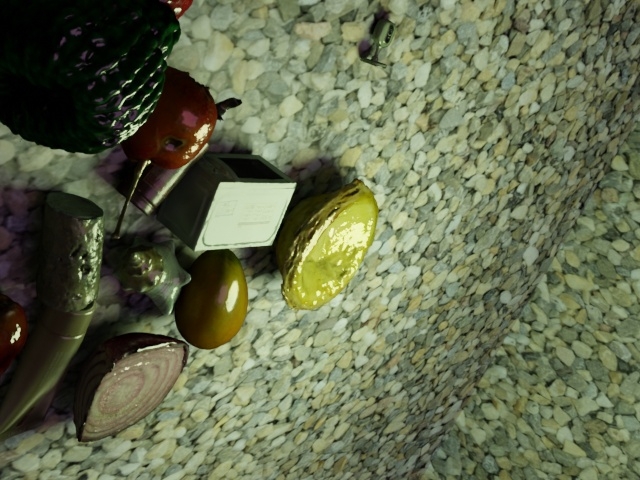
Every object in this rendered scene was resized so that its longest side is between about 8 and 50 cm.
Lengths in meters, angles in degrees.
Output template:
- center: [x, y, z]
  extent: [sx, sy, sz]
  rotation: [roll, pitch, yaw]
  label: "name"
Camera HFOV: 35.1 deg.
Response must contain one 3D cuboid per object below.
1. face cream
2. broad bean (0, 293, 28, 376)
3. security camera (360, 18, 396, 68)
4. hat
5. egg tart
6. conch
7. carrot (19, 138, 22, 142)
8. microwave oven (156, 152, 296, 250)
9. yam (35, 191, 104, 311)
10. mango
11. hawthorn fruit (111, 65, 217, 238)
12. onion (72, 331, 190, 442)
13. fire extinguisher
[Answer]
- center: [-0.493, 0.229, 1.795]
  extent: [0.137, 0.084, 0.341]
  rotation: [-18, 142, -56]
  label: "face cream"
- center: [-0.561, 0.187, 1.618]
  extent: [0.228, 0.122, 0.156]
  rotation: [-52, 174, 12]
  label: "broad bean"
- center: [0.119, -0.389, 1.988]
  extent: [0.058, 0.058, 0.092]
  rotation: [1, 112, -53]
  label: "security camera"
- center: [-0.294, -0.281, 1.388]
  extent: [0.332, 0.274, 0.242]
  rotation: [-52, 150, -32]
  label: "hat"
- center: [0.000, 0.000, 2.139]
  extent: [0.315, 0.120, 0.315]
  rotation: [-41, 149, -31]
  label: "egg tart"
- center: [-0.290, 0.064, 1.825]
  extent: [0.114, 0.137, 0.234]
  rotation: [-37, 143, 7]
  label: "conch"
- center: [-0.344, -0.254, 1.509]
  extent: [0.298, 0.078, 0.078]
  rotation: [-45, 148, -5]
  label: "carrot"
- center: [-0.173, -0.073, 1.852]
  extent: [0.208, 0.122, 0.162]
  rotation: [-3, 124, -50]
  label: "microwave oven"
- center: [-0.408, 0.013, 1.653]
  extent: [0.107, 0.107, 0.194]
  rotation: [-19, 135, -41]
  label: "yam"
- center: [-0.209, 0.117, 1.932]
  extent: [0.254, 0.139, 0.175]
  rotation: [104, -6, -70]
  label: "mango"
- center: [-0.269, -0.137, 1.612]
  extent: [0.165, 0.165, 0.285]
  rotation: [21, 93, -57]
  label: "hawthorn fruit"
- center: [-0.375, 0.253, 1.932]
  extent: [0.247, 0.111, 0.250]
  rotation: [-14, 138, -55]
  label: "onion"
- center: [-0.229, -0.149, 1.719]
  extent: [0.252, 0.106, 0.075]
  rotation: [-48, 143, -6]
  label: "fire extinguisher"
